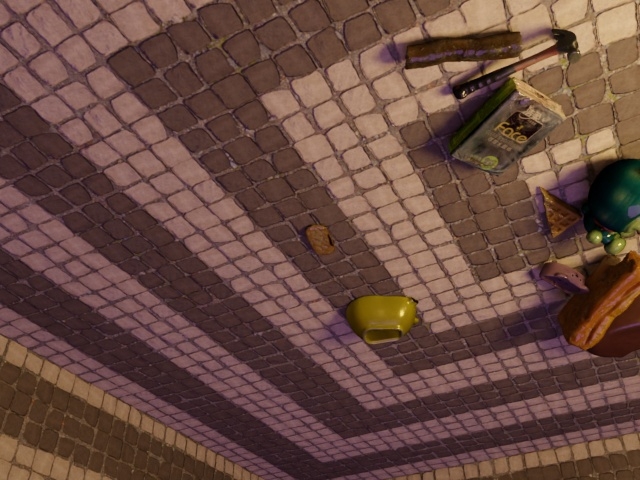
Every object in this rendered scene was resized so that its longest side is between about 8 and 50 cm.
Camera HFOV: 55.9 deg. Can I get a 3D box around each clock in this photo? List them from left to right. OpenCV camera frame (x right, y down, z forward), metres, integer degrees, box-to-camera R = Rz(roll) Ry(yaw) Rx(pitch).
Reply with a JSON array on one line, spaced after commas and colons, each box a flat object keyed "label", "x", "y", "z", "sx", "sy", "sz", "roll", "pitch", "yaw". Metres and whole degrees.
[{"label": "clock", "x": 0.792, "y": 0.121, "z": 1.945, "sx": 0.153, "sy": 0.050, "sz": 0.110, "roll": 28, "pitch": 165, "yaw": -20}]

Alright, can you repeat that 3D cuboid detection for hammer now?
[{"label": "hammer", "x": 0.430, "y": -0.385, "z": 1.353, "sx": 0.288, "sy": 0.111, "sz": 0.033, "roll": -19, "pitch": 134, "yaw": 33}]

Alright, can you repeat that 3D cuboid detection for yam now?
[{"label": "yam", "x": 0.310, "y": -0.419, "z": 1.330, "sx": 0.253, "sy": 0.061, "sz": 0.061, "roll": -5, "pitch": 140, "yaw": 6}]

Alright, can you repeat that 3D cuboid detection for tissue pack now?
[{"label": "tissue pack", "x": 0.458, "y": -0.272, "z": 1.494, "sx": 0.174, "sy": 0.073, "sz": 0.235, "roll": 21, "pitch": 136, "yaw": -26}]

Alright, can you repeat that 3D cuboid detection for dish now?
[{"label": "dish", "x": 0.223, "y": 0.297, "z": 2.143, "sx": 0.263, "sy": 0.108, "sz": 0.221, "roll": -4, "pitch": 141, "yaw": 4}]

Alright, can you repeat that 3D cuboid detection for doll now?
[{"label": "doll", "x": 0.810, "y": -0.097, "z": 1.626, "sx": 0.186, "sy": 0.198, "sz": 0.322, "roll": 35, "pitch": 154, "yaw": 16}]

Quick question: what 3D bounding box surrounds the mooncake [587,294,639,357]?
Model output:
[{"label": "mooncake", "x": 1.075, "y": 0.277, "z": 2.088, "sx": 0.334, "sy": 0.174, "sz": 0.325, "roll": 5, "pitch": 143, "yaw": -12}]

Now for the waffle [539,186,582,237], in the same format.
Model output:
[{"label": "waffle", "x": 0.661, "y": -0.080, "z": 1.767, "sx": 0.191, "sy": 0.032, "sz": 0.125, "roll": 23, "pitch": 136, "yaw": -24}]

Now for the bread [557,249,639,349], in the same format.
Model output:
[{"label": "bread", "x": 0.908, "y": 0.175, "z": 1.928, "sx": 0.109, "sy": 0.185, "sz": 0.380, "roll": 20, "pitch": 125, "yaw": -5}]

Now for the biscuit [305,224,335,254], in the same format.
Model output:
[{"label": "biscuit", "x": 0.000, "y": 0.000, "z": 1.852, "sx": 0.071, "sy": 0.018, "sz": 0.147, "roll": -10, "pitch": 141, "yaw": 14}]
